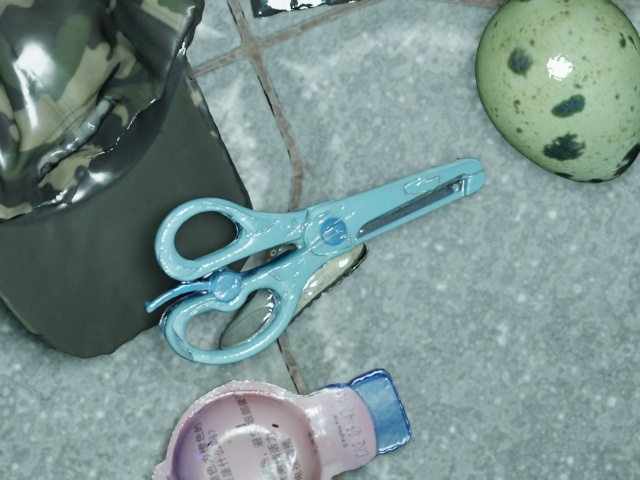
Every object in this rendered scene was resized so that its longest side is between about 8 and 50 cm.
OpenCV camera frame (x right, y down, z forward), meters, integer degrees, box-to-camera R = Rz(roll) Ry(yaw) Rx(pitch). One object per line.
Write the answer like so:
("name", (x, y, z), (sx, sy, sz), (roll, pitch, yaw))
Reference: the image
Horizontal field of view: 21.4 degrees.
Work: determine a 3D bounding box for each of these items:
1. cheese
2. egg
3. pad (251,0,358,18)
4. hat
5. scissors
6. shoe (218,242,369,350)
("cheese", (-0.043, 0.230, 1.851), (0.286, 0.074, 0.189), (-23, 99, -5))
("egg", (0.259, -0.159, 1.770), (0.177, 0.177, 0.228), (-29, 113, 0))
("pad", (0.027, -0.341, 1.804), (0.233, 0.022, 0.174), (-10, 99, -2))
("hat", (-0.252, -0.088, 1.763), (0.366, 0.257, 0.382), (-28, 140, -5))
("scissors", (0.000, 0.000, 1.767), (0.393, 0.032, 0.180), (-22, 110, -13))
("shoe", (-0.042, 0.046, 1.829), (0.194, 0.074, 0.077), (-39, 95, -4))
